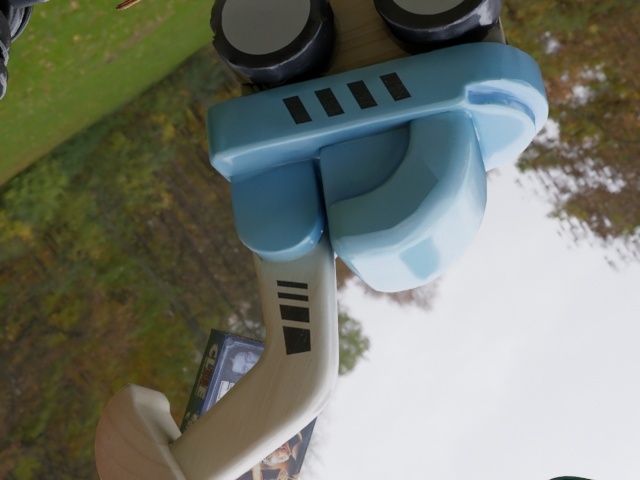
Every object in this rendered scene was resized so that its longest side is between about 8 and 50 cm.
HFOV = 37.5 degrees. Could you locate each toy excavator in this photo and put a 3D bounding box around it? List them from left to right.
[{"bbox_3d":[0.000,0.000,0.832,0.433,0.445,0.222,-12,160,11],"label":"toy excavator"}]

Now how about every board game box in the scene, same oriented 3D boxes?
[{"bbox_3d":[-0.093,0.245,1.159,0.042,0.165,0.243,15,-93,57],"label":"board game box"}]

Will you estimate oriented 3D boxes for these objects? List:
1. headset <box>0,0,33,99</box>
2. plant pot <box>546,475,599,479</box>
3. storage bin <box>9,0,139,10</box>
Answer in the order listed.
[{"bbox_3d":[-0.382,-0.210,0.903,0.243,0.185,0.394,-97,-165,-50],"label":"headset"},{"bbox_3d":[0.473,0.518,1.473,0.235,0.293,0.293,10,163,-33],"label":"plant pot"},{"bbox_3d":[-0.170,-0.196,0.640,0.091,0.098,0.135,-32,-157,-18],"label":"storage bin"}]
